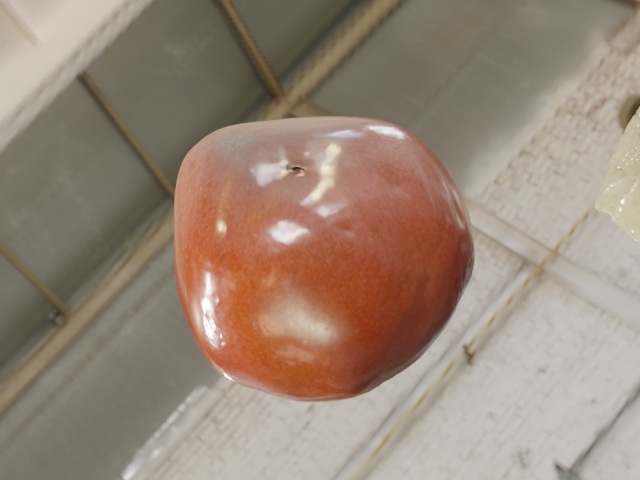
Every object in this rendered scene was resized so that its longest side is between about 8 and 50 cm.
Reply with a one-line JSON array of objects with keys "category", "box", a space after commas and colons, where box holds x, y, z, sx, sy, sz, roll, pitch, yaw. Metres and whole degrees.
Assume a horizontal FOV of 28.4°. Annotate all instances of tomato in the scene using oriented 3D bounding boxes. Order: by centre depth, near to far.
[{"category": "tomato", "box": [0.000, 0.000, 1.348, 0.341, 0.341, 0.273, -37, -47, -23]}]

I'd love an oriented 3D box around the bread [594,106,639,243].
[{"category": "bread", "box": [0.212, -0.003, 0.569, 0.105, 0.152, 0.077, 14, -67, -32]}]
